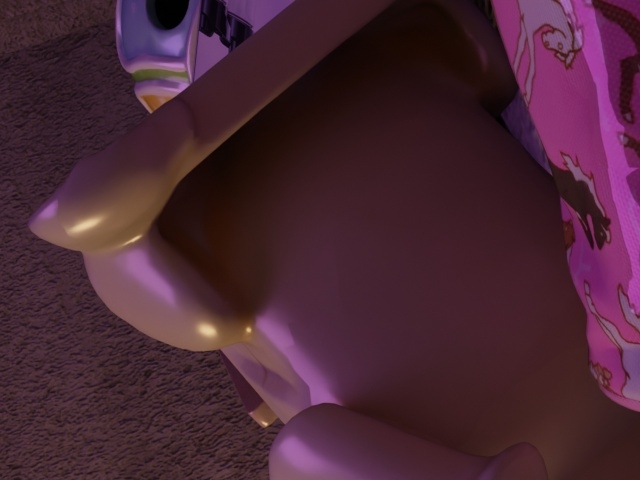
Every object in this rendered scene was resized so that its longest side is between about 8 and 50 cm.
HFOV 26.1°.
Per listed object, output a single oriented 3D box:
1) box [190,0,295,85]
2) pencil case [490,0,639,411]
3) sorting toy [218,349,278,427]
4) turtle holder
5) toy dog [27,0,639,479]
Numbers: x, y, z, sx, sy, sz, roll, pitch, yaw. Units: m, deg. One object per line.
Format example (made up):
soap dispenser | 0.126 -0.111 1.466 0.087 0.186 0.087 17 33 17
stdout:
box | -0.009 -0.210 0.978 0.169 0.087 0.290 40 128 53
pencil case | 0.119 -0.125 0.511 0.167 0.160 0.386 -22 -87 -59
sorting toy | 0.027 0.091 1.481 0.089 0.255 0.257 48 179 -16
turtle holder | -0.082 -0.173 1.217 0.243 0.320 0.227 42 -169 -19
toy dog | 0.062 0.075 0.766 0.408 0.284 0.395 50 157 -3
